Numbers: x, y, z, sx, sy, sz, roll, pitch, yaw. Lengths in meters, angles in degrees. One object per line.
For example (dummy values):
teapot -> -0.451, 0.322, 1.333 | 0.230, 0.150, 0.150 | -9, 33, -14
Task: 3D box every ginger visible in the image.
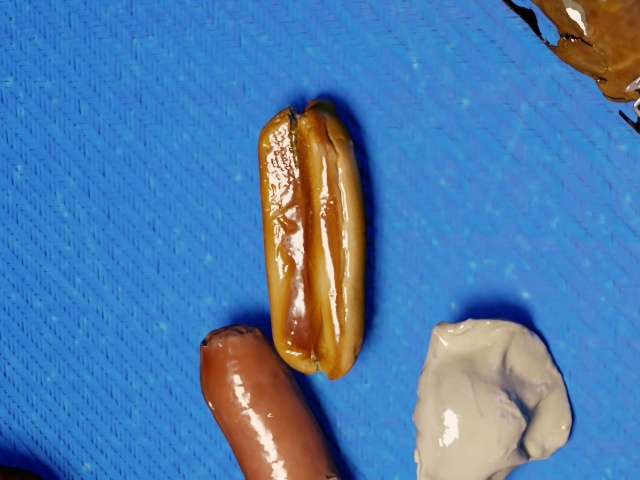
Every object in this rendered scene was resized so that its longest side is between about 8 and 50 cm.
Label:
ginger -> 0.155, -0.228, 1.239 | 0.309, 0.107, 0.133 | 40, 144, 13

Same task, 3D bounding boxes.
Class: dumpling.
dumpling -> 0.148, 0.153, 1.366 | 0.134, 0.100, 0.169 | 4, 84, -8

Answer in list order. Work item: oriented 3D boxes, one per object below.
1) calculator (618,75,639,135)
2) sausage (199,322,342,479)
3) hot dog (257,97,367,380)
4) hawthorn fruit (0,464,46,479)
calculator -> 0.368, -0.129, 1.158 | 0.165, 0.028, 0.274 | 41, 122, -13
sausage -> -0.009, 0.271, 1.478 | 0.094, 0.094, 0.419 | -22, 93, 2
hot dog -> 0.000, 0.000, 1.407 | 0.100, 0.068, 0.250 | 6, 105, 38
hawthorn fruit -> -0.364, 0.373, 1.611 | 0.254, 0.254, 0.300 | 16, 118, 24
